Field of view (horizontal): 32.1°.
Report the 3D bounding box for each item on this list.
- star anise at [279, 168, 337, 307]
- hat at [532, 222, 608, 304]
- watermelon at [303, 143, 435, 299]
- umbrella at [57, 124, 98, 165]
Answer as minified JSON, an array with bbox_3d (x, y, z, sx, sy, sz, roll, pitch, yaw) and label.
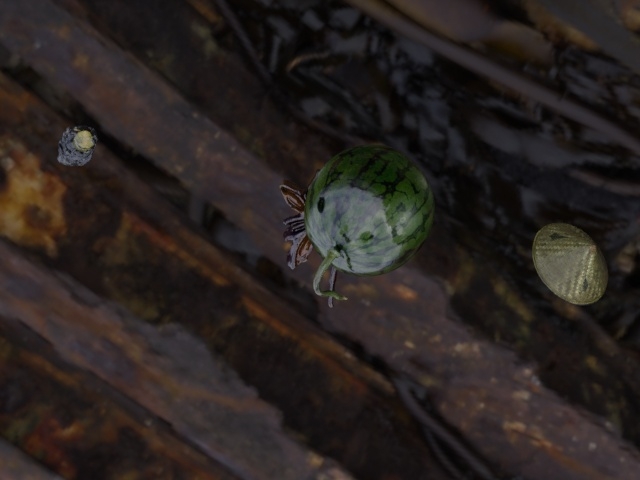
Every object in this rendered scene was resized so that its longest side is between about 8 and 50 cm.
[{"bbox_3d":[0.000,0.000,1.439,0.097,0.070,0.191,-3,103,1],"label":"star anise"},{"bbox_3d":[0.413,0.023,1.751,0.146,0.146,0.067,36,143,-6],"label":"hat"},{"bbox_3d":[0.044,-0.019,1.214,0.140,0.187,0.141,23,145,17],"label":"watermelon"},{"bbox_3d":[-0.266,-0.103,1.213,0.040,0.037,0.144,28,170,-15],"label":"umbrella"}]
